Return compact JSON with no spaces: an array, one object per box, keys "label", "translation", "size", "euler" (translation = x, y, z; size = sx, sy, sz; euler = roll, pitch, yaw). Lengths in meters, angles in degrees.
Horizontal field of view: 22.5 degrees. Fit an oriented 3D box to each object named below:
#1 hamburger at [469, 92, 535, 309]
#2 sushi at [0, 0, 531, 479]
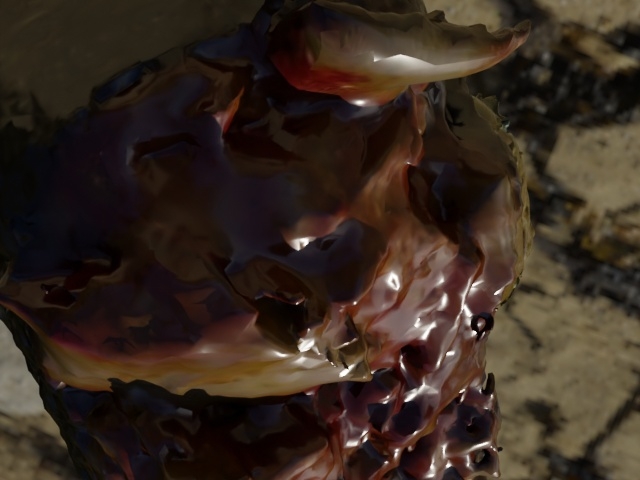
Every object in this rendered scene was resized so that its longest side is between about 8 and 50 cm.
[{"label":"hamburger","translation":[0.000,0.000,0.963],"size":[0.132,0.309,0.211],"euler":[44,166,39]},{"label":"sushi","translation":[-0.017,0.013,0.584],"size":[0.182,0.196,0.343],"euler":[46,159,36]}]
